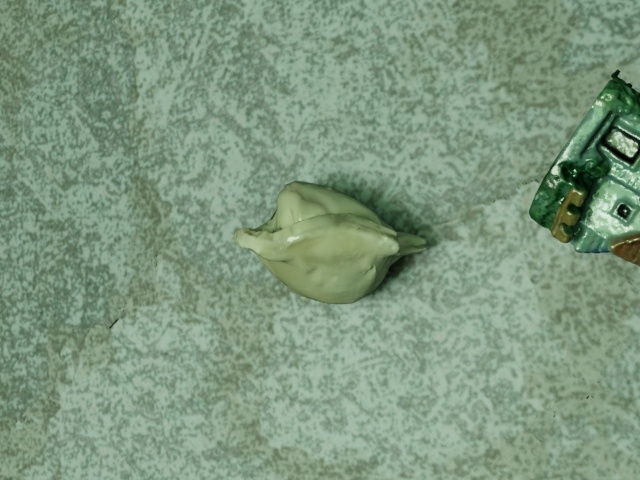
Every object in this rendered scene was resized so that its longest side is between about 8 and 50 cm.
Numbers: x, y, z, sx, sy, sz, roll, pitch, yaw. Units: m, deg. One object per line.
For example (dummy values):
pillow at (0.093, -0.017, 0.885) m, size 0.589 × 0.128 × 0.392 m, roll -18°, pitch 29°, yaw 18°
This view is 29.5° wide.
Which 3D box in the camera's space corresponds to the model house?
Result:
model house at (0.276, -0.040, 1.025) m, size 0.148 × 0.119 × 0.148 m, roll 35°, pitch 103°, yaw 20°

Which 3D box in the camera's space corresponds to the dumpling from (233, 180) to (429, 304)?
dumpling at (0.000, 0.000, 1.166) m, size 0.199 × 0.136 × 0.118 m, roll -2°, pitch 78°, yaw 19°
